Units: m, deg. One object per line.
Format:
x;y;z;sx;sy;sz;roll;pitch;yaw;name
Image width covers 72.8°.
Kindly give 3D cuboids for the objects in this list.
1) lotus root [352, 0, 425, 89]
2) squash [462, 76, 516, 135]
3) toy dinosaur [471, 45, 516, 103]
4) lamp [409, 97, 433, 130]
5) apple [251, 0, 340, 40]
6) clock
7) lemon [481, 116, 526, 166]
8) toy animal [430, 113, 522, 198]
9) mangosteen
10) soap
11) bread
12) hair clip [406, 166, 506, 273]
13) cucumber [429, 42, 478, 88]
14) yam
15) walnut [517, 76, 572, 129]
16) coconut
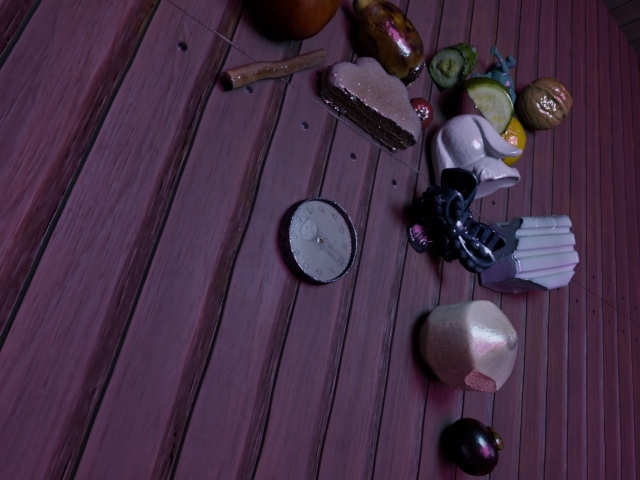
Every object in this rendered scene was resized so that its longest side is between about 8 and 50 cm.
0.199;-0.579;1.254;0.314;0.141;0.169;47;53;-20;lotus root
0.571;-0.473;1.453;0.203;0.111;0.289;53;26;-6;squash
0.736;-0.584;1.710;0.331;0.129;0.384;-5;85;-47;toy dinosaur
0.294;-0.384;1.323;0.101;0.090;0.101;-1;104;-6;lamp
-0.056;-0.594;1.015;0.234;0.234;0.234;8;76;-36;apple
0.000;0.000;1.048;0.215;0.042;0.215;9;76;-37;clock
0.605;-0.341;1.492;0.187;0.187;0.244;43;35;-23;lemon
0.467;-0.271;1.356;0.206;0.271;0.265;14;57;-61;toy animal
0.426;0.561;1.193;0.152;0.152;0.153;8;76;-36;mangosteen
0.739;0.050;1.537;0.446;0.156;0.261;-4;84;-39;soap
0.151;-0.398;1.211;0.337;0.102;0.183;27;61;-28;bread
0.381;-0.049;1.252;0.194;0.206;0.310;-44;113;-29;hair clip
0.481;-0.622;1.499;0.244;0.134;0.134;-44;108;-40;cucumber
-0.101;-0.421;1.055;0.045;0.045;0.327;44;50;15;yam
0.912;-0.561;1.777;0.213;0.213;0.213;8;76;-36;walnut
0.414;0.285;1.180;0.245;0.247;0.245;9;75;-38;coconut
